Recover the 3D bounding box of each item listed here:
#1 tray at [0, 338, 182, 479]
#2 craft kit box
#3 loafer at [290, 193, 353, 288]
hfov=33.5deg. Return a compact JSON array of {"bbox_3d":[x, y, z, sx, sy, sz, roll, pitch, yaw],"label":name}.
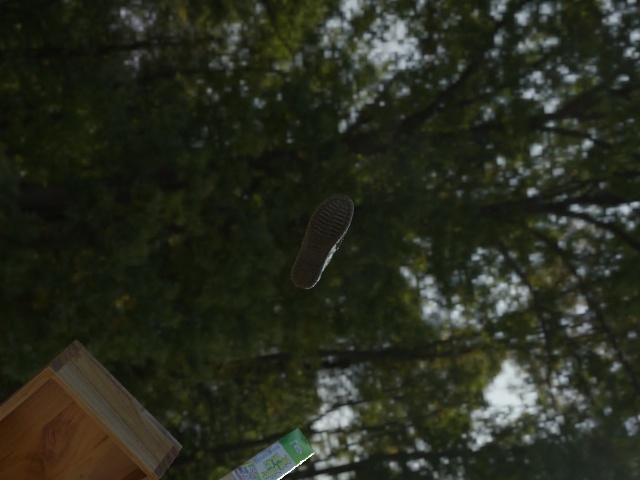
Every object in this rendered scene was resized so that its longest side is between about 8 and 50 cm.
[{"bbox_3d":[-0.392,0.315,1.486,0.203,0.076,0.411,47,-55,-8],"label":"tray"},{"bbox_3d":[-0.156,0.404,1.651,0.246,0.250,0.061,-35,-98,20],"label":"craft kit box"},{"bbox_3d":[0.000,0.000,1.535,0.148,0.056,0.050,-60,179,-2],"label":"loafer"}]
